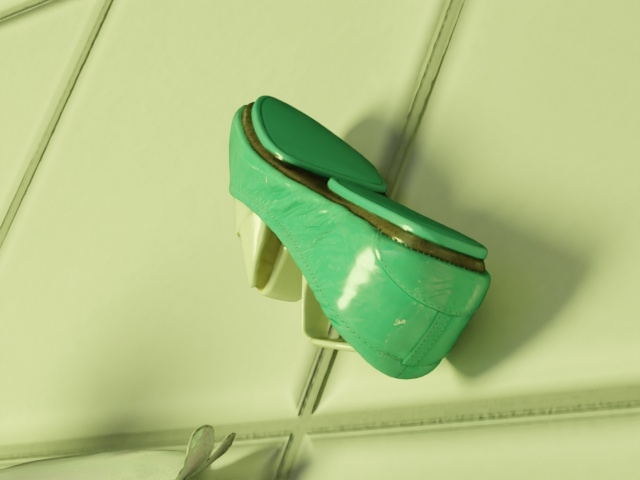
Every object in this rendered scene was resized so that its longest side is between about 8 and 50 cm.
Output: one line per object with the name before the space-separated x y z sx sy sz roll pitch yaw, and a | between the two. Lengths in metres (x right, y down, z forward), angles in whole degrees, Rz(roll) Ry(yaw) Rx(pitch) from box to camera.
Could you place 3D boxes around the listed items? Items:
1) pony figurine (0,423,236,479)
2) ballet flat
pony figurine | -0.256 0.179 0.941 0.351 0.303 0.363 0 81 38
ballet flat | 0.000 0.000 0.954 0.087 0.083 0.247 -64 28 9
